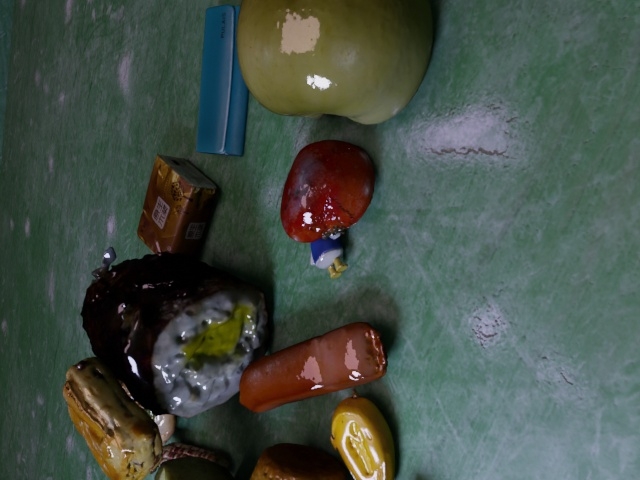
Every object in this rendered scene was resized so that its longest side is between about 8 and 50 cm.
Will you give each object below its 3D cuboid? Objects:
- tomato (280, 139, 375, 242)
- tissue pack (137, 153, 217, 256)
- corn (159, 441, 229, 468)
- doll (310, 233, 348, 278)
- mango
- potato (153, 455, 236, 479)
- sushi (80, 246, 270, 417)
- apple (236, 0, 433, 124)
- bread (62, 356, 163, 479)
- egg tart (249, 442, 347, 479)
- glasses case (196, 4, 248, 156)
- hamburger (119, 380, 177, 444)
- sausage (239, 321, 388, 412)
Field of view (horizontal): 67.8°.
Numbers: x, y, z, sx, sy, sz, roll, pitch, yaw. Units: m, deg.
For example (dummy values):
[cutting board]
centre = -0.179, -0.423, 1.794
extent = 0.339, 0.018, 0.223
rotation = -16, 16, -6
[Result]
[tomato]
centre = -0.010, -0.094, 0.794
extent = 0.189, 0.099, 0.173
rotation = -22, 63, 25
[tissue pack]
centre = -0.346, -0.066, 1.143
extent = 0.183, 0.092, 0.226
rotation = 40, 115, 35
[corn]
centre = -0.306, 0.529, 1.141
extent = 0.237, 0.079, 0.079
rotation = -16, 81, 38
[doll]
centre = 0.000, 0.000, 0.847
extent = 0.143, 0.057, 0.099
rotation = 59, 136, 27
[mango]
centre = 0.075, 0.338, 0.787
extent = 0.101, 0.066, 0.187
rotation = -22, 82, 33
[potato]
centre = -0.198, 0.609, 0.927
extent = 0.280, 0.212, 0.330
rotation = 37, 118, 42
[sushi]
centre = -0.297, 0.175, 0.964
extent = 0.294, 0.299, 0.281
rotation = 22, 106, 41
[apple]
centre = 0.002, -0.314, 0.713
extent = 0.295, 0.233, 0.258
rotation = 18, 108, 40
[bread]
centre = -0.379, 0.340, 0.867
extent = 0.210, 0.099, 0.235
rotation = 40, 143, 20
[egg tart]
centre = -0.047, 0.459, 0.823
extent = 0.215, 0.215, 0.171
rotation = 7, 83, 42
[glasses case]
centre = -0.210, -0.337, 1.023
extent = 0.117, 0.070, 0.301
rotation = 12, 98, 41
[hamburger]
centre = -0.446, 0.395, 1.203
extent = 0.243, 0.146, 0.286
rotation = 42, 134, 49
[sausage]
centre = -0.018, 0.229, 0.846
extent = 0.348, 0.094, 0.097
rotation = -27, 68, 33
